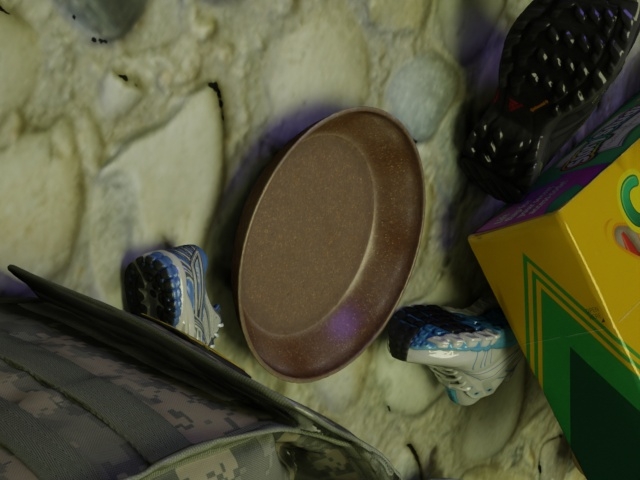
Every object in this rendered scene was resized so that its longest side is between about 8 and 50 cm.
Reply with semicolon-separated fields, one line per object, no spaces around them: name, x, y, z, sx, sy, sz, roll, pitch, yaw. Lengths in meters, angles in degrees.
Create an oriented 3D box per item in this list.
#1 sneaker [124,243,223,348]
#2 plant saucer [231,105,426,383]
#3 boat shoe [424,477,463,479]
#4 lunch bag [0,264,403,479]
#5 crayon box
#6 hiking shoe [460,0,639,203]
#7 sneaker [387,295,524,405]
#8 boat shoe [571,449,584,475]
sneaker;-0.085;0.064;0.981;0.058;0.052;0.135;-32;131;-47
plant saucer;0.000;0.000;1.070;0.198;0.036;0.199;-27;127;-43
boat shoe;0.096;0.388;1.298;0.135;0.156;0.367;-8;83;-45
lunch bag;-0.125;0.120;0.798;0.287;0.235;0.169;-17;121;-47
crayon box;0.319;0.043;1.309;0.363;0.106;0.313;-38;106;-43
hiking shoe;0.182;-0.136;1.169;0.114;0.086;0.227;-50;174;-46
sneaker;0.115;0.096;1.235;0.190;0.071;0.083;0;112;-51
boat shoe;0.369;0.192;1.581;0.110;0.122;0.341;-42;150;27
